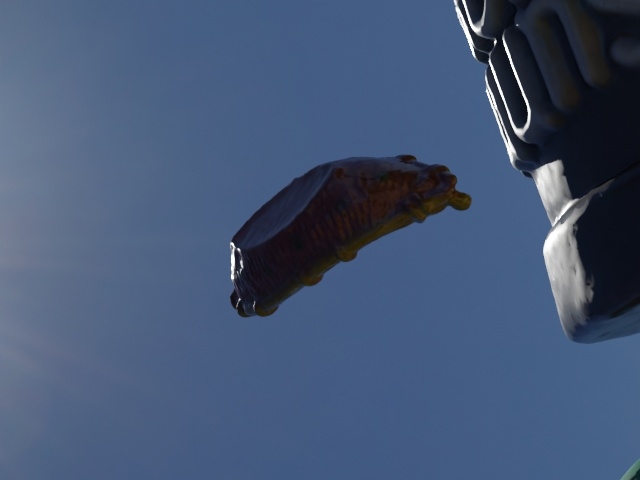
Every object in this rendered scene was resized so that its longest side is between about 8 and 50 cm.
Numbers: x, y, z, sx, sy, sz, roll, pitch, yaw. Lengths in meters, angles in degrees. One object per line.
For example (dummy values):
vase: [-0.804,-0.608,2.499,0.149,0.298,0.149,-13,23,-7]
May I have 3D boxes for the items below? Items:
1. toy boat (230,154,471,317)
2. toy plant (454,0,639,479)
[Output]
toy boat: [-0.004,-0.004,1.269,0.099,0.318,0.141,37,-128,-21]
toy plant: [0.169,0.023,0.481,0.185,0.279,0.400,1,-116,-56]
